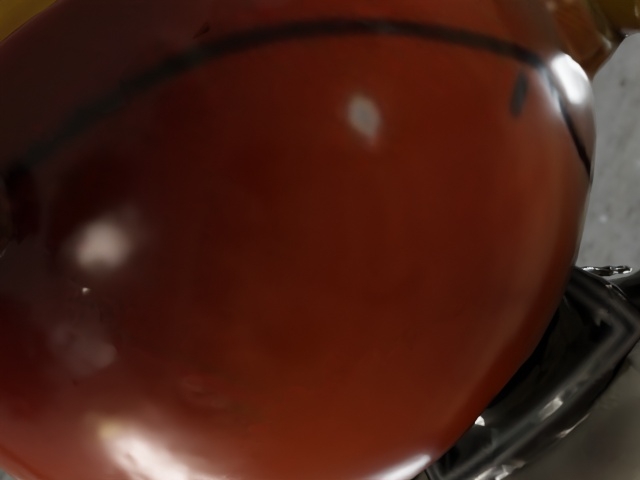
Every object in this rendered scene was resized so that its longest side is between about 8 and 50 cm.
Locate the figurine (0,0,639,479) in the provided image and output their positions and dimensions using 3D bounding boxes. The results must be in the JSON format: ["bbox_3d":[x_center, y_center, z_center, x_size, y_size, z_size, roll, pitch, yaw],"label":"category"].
[{"bbox_3d":[0.002,0.004,0.523,0.323,0.196,0.320,26,123,-28],"label":"figurine"}]
